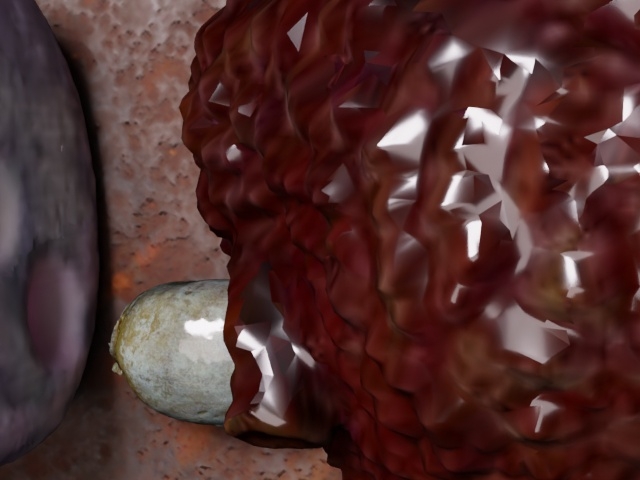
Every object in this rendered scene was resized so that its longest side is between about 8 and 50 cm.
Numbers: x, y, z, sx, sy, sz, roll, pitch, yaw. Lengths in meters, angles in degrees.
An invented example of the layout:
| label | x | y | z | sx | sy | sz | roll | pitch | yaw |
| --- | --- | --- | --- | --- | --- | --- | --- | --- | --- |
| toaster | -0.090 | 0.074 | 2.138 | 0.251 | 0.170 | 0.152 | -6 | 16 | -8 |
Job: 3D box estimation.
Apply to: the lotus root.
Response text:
| label | x | y | z | sx | sy | sz | roll | pitch | yaw |
| --- | --- | --- | --- | --- | --- | --- | --- | --- | --- |
| lotus root | -0.037 | 0.060 | 0.595 | 0.165 | 0.088 | 0.088 | -1 | 92 | 7 |

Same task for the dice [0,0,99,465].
| label | x | y | z | sx | sy | sz | roll | pitch | yaw |
| --- | --- | --- | --- | --- | --- | --- | --- | --- | --- |
| dice | -0.286 | -0.010 | 0.553 | 0.270 | 0.271 | 0.270 | -5 | 92 | 14 |

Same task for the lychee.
| label | x | y | z | sx | sy | sz | roll | pitch | yaw |
| --- | --- | --- | --- | --- | --- | --- | --- | --- | --- |
| lychee | 0.092 | -0.023 | 0.451 | 0.330 | 0.306 | 0.306 | -30 | 85 | -21 |
